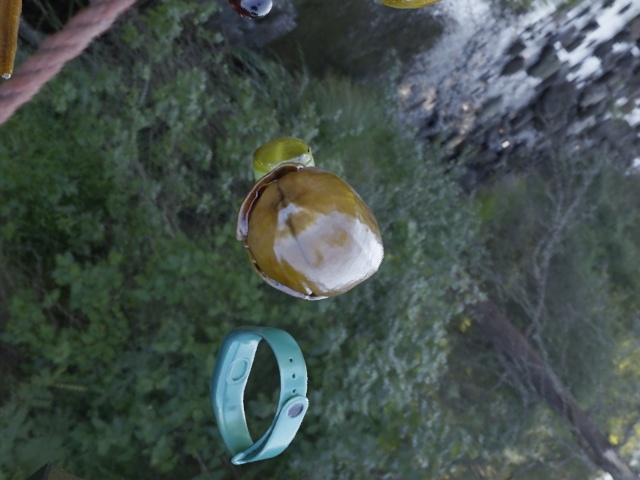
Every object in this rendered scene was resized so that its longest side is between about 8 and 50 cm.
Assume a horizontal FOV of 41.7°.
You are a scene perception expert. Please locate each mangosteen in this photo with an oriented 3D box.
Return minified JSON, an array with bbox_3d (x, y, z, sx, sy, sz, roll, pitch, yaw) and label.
[{"bbox_3d":[-0.118,-0.423,1.454,0.081,0.081,0.081,-31,170,-6],"label":"mangosteen"}]

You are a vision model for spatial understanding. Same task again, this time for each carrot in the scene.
[{"bbox_3d":[-0.578,-0.384,1.552,0.043,0.248,0.043,-8,144,-6],"label":"carrot"}]

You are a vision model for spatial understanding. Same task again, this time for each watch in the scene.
[{"bbox_3d":[-0.102,0.249,1.358,0.068,0.195,0.237,0,119,-41],"label":"watch"}]

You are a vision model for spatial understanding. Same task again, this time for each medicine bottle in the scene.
[{"bbox_3d":[-0.058,-0.080,1.600,0.124,0.239,0.124,-7,-154,3],"label":"medicine bottle"}]

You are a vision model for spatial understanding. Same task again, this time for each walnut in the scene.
[{"bbox_3d":[0.000,0.000,1.361,0.209,0.209,0.336,-35,149,14],"label":"walnut"}]

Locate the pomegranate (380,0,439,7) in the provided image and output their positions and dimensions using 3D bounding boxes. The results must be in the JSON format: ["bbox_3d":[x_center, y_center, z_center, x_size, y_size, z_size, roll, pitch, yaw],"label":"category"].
[{"bbox_3d":[0.209,-0.641,1.884,0.260,0.260,0.260,-31,170,-6],"label":"pomegranate"}]

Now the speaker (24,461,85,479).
[{"bbox_3d":[-0.654,0.718,2.081,0.232,0.254,0.184,-38,-152,28],"label":"speaker"}]
